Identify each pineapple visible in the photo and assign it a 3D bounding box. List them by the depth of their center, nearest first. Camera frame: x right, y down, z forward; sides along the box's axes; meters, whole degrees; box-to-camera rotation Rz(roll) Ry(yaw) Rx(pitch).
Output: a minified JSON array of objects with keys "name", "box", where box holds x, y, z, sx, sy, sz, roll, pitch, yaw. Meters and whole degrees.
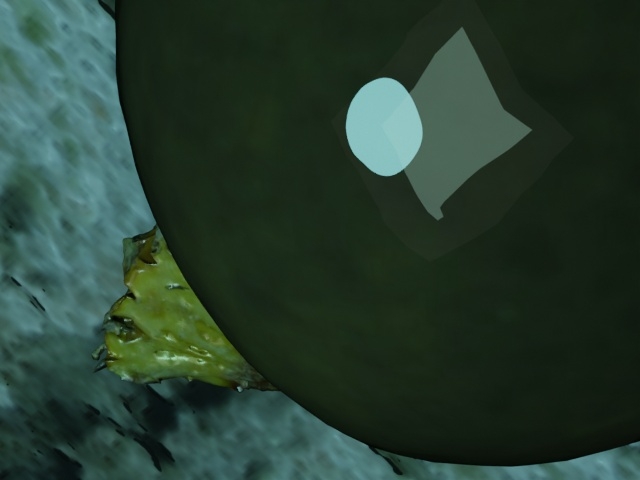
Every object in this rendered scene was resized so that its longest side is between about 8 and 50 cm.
[{"name":"pineapple","box":[0.000,0.001,0.731,0.233,0.079,0.135,0,127,12]}]

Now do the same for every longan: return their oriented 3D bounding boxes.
[{"name":"longan","box":[0.065,-0.068,0.537,0.297,0.297,0.297,8,121,14]}]
